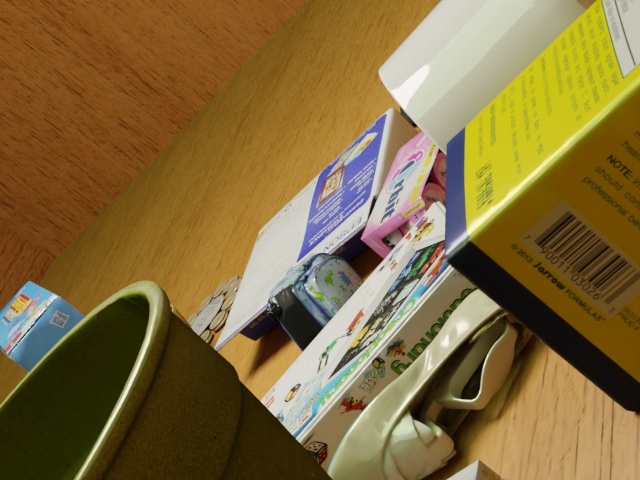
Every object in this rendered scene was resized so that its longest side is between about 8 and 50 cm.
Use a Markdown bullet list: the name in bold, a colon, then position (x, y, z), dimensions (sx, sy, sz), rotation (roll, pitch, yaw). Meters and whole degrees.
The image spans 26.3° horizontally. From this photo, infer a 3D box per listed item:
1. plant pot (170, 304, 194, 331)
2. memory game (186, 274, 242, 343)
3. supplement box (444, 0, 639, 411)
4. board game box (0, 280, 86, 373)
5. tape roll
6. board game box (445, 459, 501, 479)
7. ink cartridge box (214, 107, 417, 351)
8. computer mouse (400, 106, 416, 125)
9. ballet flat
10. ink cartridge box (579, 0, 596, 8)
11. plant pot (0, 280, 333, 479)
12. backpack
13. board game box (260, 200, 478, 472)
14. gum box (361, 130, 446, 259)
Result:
- **plant pot**: position (-0.223, 0.175, 1.999), dimensions (0.134, 0.095, 0.134), rotation (-45, 16, 17)
- **memory game**: position (-0.181, 0.128, 2.153), dimensions (0.186, 0.012, 0.186), rotation (-47, 15, 16)
- **supplement box**: position (0.278, -0.086, 0.974), dimensions (0.356, 0.195, 0.194), rotation (-44, 16, 25)
- **board game box**: position (-0.242, 0.182, 1.630), dimensions (0.086, 0.308, 0.302), rotation (-51, 15, -10)
- **tape roll**: position (0.195, -0.132, 1.230), dimensions (0.169, 0.246, 0.246), rotation (-46, 15, 13)
- **board game box**: position (0.075, 0.250, 1.085), dimensions (0.154, 0.026, 0.103), rotation (-40, 18, 34)
- **ink cartridge box**: position (0.000, 0.000, 1.835), dimensions (0.303, 0.072, 0.307), rotation (-41, 20, 30)
- **computer mouse**: position (0.179, -0.284, 1.995), dimensions (0.262, 0.060, 0.184), rotation (-51, 16, -1)
- **ballet flat**: position (0.100, 0.143, 1.185), dimensions (0.248, 0.086, 0.086), rotation (-52, 15, -9)
- **ink cartridge box**: position (0.265, -0.235, 1.687), dimensions (0.181, 0.056, 0.225), rotation (-35, 40, 44)
- **plant pot**: position (-0.078, 0.274, 0.843), dimensions (0.366, 0.353, 0.366), rotation (-46, 16, 18)
- **backpack**: position (0.006, 0.069, 1.577), dimensions (0.084, 0.105, 0.114), rotation (-33, 14, 30)
- **board game box**: position (0.056, 0.106, 1.432), dimensions (0.305, 0.053, 0.193), rotation (-49, 14, 7)
- **gum box**: position (0.124, -0.060, 1.614), dimensions (0.107, 0.062, 0.188), rotation (-37, 20, 42)
